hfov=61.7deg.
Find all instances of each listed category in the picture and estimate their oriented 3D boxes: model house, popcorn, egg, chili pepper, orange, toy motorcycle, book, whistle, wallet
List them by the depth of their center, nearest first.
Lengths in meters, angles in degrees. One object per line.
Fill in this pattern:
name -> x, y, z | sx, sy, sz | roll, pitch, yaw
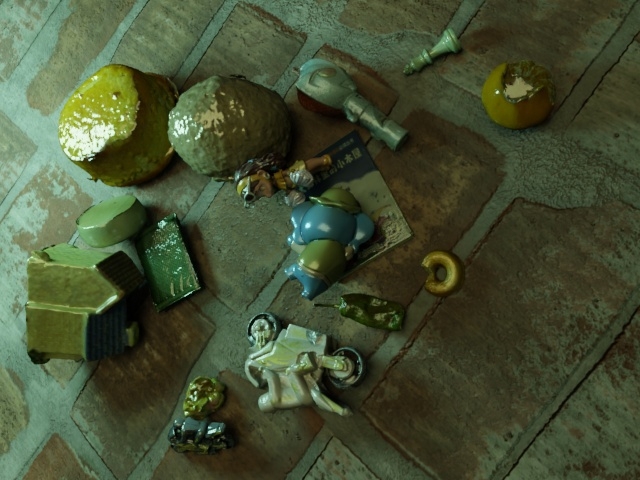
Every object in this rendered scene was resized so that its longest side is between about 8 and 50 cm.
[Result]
orange -> 0.428, -0.316, 1.156 | 0.156, 0.134, 0.157 | 2, 95, 22
chili pepper -> 0.094, 0.155, 1.232 | 0.203, 0.073, 0.072 | 14, 67, 14
toy motorcycle -> -0.060, 0.305, 1.243 | 0.340, 0.108, 0.223 | 14, 76, 32
toy motorcycle -> -0.306, 0.477, 1.312 | 0.193, 0.124, 0.061 | -14, 32, 24
whistle -> 0.063, -0.336, 1.321 | 0.346, 0.142, 0.134 | 39, 105, 13
book -> 0.062, -0.089, 1.325 | 0.228, 0.018, 0.323 | -32, 69, 14
popcorn -> -0.299, 0.394, 1.343 | 0.097, 0.089, 0.109 | 41, 98, 36
egg -> -0.229, -0.284, 1.361 | 0.310, 0.279, 0.279 | 2, 79, 3
model house -> -0.625, 0.170, 1.470 | 0.266, 0.261, 0.321 | 5, 102, 0
wallet -> -0.420, 0.062, 1.478 | 0.160, 0.055, 0.236 | -30, 73, 20

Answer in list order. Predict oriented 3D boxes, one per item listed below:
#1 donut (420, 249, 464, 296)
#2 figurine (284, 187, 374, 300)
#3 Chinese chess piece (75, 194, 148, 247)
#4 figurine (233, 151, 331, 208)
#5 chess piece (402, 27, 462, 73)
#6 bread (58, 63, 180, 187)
donut -> 0.270, 0.070, 1.191 | 0.097, 0.043, 0.108 | -16, 78, 20
figurine -> 0.000, -0.001, 1.239 | 0.180, 0.154, 0.262 | 22, 74, 50
Chinese chess piece -> -0.586, -0.054, 1.511 | 0.188, 0.083, 0.188 | -14, 31, 9
figurine -> -0.089, -0.152, 1.295 | 0.240, 0.175, 0.116 | -8, 70, -10
chess piece -> 0.265, -0.448, 1.298 | 0.149, 0.059, 0.059 | -29, 69, 23
bread -> -0.574, -0.337, 1.549 | 0.358, 0.204, 0.337 | -25, 75, 15
